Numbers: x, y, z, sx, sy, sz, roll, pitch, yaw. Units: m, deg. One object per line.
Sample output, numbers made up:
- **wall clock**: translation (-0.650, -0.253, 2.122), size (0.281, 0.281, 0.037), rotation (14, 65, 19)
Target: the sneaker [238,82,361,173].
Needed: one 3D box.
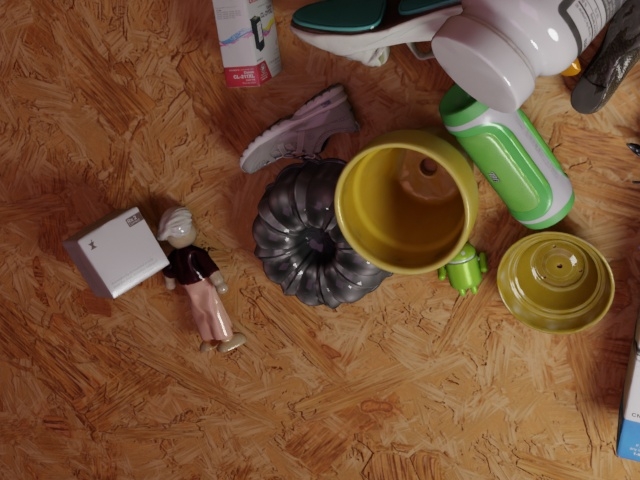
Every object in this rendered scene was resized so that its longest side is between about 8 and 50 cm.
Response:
- **sneaker**: translation (-0.047, -0.196, 1.769), size (0.281, 0.105, 0.115), rotation (-29, 101, 30)

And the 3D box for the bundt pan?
- **bundt pan**: translation (0.000, 0.000, 1.836), size (0.330, 0.124, 0.331), rotation (9, 117, 18)

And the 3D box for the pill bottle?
- **pill bottle**: translation (0.349, -0.388, 1.357), size (0.210, 0.210, 0.363), rotation (41, 86, -1)

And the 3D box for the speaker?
- **speaker**: translation (0.336, -0.155, 1.576), size (0.131, 0.131, 0.296), rotation (-26, 122, 30)

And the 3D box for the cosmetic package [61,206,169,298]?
- **cosmetic package**: translation (-0.460, 0.027, 1.980), size (0.151, 0.151, 0.183), rotation (61, 157, -13)

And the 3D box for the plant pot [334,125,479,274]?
- **plant pot**: translation (0.179, -0.100, 1.643), size (0.253, 0.239, 0.254), rotation (9, 118, 18)

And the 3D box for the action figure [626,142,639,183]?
- **action figure**: translation (0.628, -0.178, 1.480), size (0.164, 0.141, 0.276), rotation (24, 120, -3)

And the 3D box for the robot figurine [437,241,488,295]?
- **robot figurine**: translation (0.285, 0.052, 1.775), size (0.101, 0.067, 0.115), rotation (-11, 110, 16)

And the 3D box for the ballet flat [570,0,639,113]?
- **ballet flat**: translation (0.517, -0.323, 1.510), size (0.084, 0.058, 0.250), rotation (42, 119, 25)

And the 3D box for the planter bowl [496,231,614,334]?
- **planter bowl**: translation (0.454, 0.065, 1.697), size (0.217, 0.090, 0.217), rotation (10, 118, 19)

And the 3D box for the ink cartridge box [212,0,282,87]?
- **ink cartridge box**: translation (-0.139, -0.395, 1.697), size (0.072, 0.127, 0.175), rotation (1, 115, 21)

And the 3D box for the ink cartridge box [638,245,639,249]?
- **ink cartridge box**: translation (0.709, 0.039, 1.461), size (0.311, 0.186, 0.065), rotation (-19, 146, -1)

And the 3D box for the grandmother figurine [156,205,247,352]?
- **grandmother figurine**: translation (-0.285, 0.084, 2.013), size (0.207, 0.104, 0.343), rotation (-7, 109, 33)

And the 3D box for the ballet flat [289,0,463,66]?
- **ballet flat**: translation (0.138, -0.379, 1.602), size (0.400, 0.139, 0.139), rotation (-4, 113, 23)

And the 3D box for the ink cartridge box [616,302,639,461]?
- **ink cartridge box**: translation (0.720, 0.227, 1.621), size (0.285, 0.166, 0.395), rotation (9, 117, 18)

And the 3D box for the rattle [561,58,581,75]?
- **rattle**: translation (0.323, -0.305, 1.495), size (0.130, 0.199, 0.143), rotation (-40, 76, 40)
